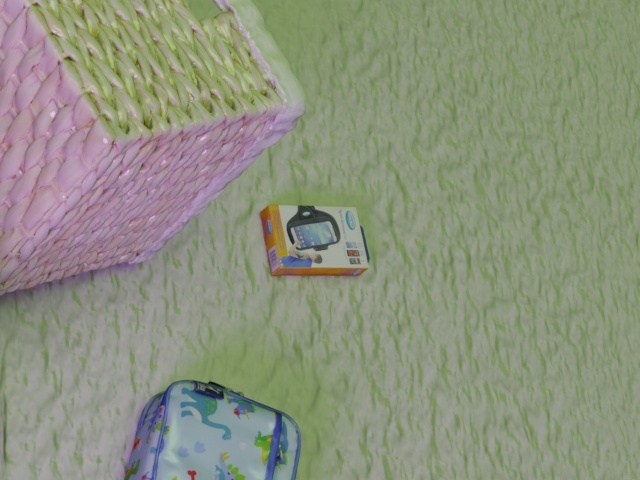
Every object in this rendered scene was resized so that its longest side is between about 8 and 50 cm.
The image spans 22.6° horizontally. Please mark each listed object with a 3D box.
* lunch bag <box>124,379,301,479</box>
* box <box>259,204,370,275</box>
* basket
[{"bbox_3d":[-0.112,0.262,1.653,0.176,0.090,0.219,25,58,-21],"label":"lunch bag"},{"bbox_3d":[0.000,0.000,1.881,0.136,0.028,0.081,-1,67,-28],"label":"box"},{"bbox_3d":[-0.255,-0.159,1.588,0.266,0.331,0.328,-21,75,-49],"label":"basket"}]
